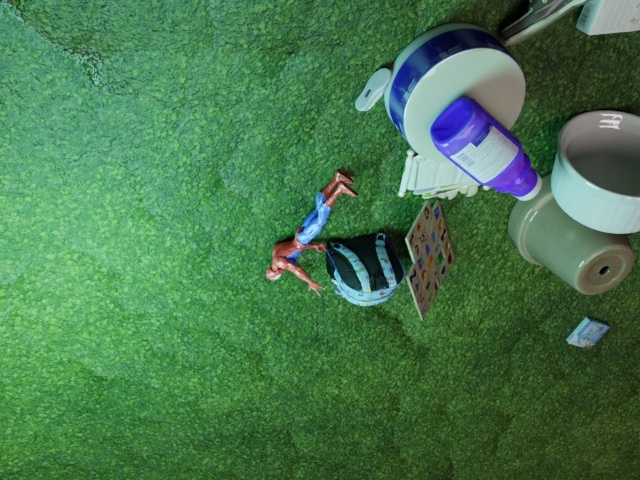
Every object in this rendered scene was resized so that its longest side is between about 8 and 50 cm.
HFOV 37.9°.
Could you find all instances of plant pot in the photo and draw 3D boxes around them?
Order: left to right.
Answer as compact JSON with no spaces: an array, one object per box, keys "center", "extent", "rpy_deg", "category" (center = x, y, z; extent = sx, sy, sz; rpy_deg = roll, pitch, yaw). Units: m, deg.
[{"center":[0.595,-0.001,2.150],"extent":[0.262,0.229,0.263],"rpy_deg":[-11,132,-12],"category":"plant pot"}]

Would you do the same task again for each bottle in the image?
[{"center":[0.338,-0.169,1.845],"extent":[0.118,0.092,0.282],"rpy_deg":[-44,131,18],"category":"bottle"}]

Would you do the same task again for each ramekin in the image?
[{"center":[0.635,-0.144,2.021],"extent":[0.277,0.277,0.135],"rpy_deg":[-10,140,-14],"category":"ramekin"}]

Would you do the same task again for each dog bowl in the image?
[{"center":[0.266,-0.289,1.849],"extent":[0.264,0.104,0.265],"rpy_deg":[-12,133,-13],"category":"dog bowl"}]

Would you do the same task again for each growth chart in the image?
[{"center":[0.279,-0.145,2.017],"extent":[0.237,0.021,0.172],"rpy_deg":[-7,145,-17],"category":"growth chart"}]

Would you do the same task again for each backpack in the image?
[{"center":[0.102,0.076,2.048],"extent":[0.158,0.173,0.117],"rpy_deg":[-11,132,-15],"category":"backpack"}]

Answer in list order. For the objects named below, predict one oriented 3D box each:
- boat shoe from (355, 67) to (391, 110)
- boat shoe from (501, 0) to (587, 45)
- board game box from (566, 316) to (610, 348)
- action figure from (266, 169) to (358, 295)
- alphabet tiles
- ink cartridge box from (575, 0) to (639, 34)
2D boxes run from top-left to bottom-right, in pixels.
[{"center":[0.109,-0.295,1.832],"extent":[0.100,0.035,0.035],"rpy_deg":[-55,155,20],"category":"boat shoe"},{"center":[0.445,-0.459,1.805],"extent":[0.227,0.069,0.081],"rpy_deg":[-30,178,15],"category":"boat shoe"},{"center":[0.738,0.256,2.573],"extent":[0.090,0.020,0.090],"rpy_deg":[16,121,-31],"category":"board game box"},{"center":[0.000,0.000,1.988],"extent":[0.139,0.091,0.280],"rpy_deg":[35,111,-22],"category":"action figure"},{"center":[0.240,0.033,2.089],"extent":[0.198,0.009,0.237],"rpy_deg":[-58,144,-31],"category":"alphabet tiles"},{"center":[0.608,-0.491,1.875],"extent":[0.179,0.045,0.145],"rpy_deg":[-15,135,-36],"category":"ink cartridge box"}]
